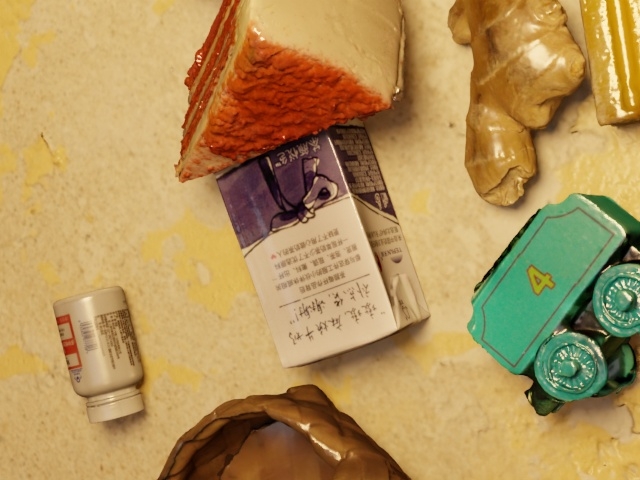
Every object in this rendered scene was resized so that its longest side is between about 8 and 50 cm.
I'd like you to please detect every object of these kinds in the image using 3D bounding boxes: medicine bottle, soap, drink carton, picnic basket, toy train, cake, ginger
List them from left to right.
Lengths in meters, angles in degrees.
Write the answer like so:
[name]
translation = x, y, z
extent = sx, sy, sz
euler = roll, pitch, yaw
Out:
[medicine bottle]
translation = -0.240, 0.125, 1.258
extent = 0.079, 0.079, 0.140
euler = -15, 88, 26
[cake]
translation = -0.074, -0.170, 1.038
extent = 0.262, 0.159, 0.158
euler = -19, 52, 30
[picnic basket]
translation = -0.042, 0.315, 1.051
extent = 0.337, 0.337, 0.293
euler = 42, 111, 16
[drink carton]
translation = 0.001, 0.000, 1.121
extent = 0.134, 0.102, 0.222
euler = -21, 85, 24
[ginger]
translation = 0.172, -0.201, 1.031
extent = 0.148, 0.081, 0.334
euler = 163, 102, -67
[toy train]
translation = 0.227, 0.054, 1.018
extent = 0.154, 0.107, 0.198
euler = 44, 111, 24
[soap]
translation = 0.293, -0.221, 0.975
extent = 0.140, 0.073, 0.232
euler = -8, 91, 24
